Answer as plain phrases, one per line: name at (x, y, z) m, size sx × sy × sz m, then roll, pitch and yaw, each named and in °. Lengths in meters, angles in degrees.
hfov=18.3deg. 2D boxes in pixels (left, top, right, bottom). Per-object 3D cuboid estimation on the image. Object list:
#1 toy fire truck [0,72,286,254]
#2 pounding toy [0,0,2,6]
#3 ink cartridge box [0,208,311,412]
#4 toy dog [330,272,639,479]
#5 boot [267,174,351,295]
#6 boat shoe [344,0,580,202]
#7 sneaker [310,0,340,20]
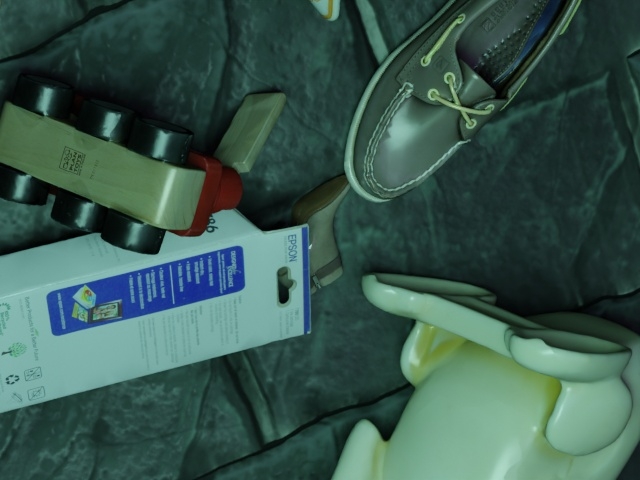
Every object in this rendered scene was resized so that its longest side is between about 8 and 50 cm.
toy fire truck at (-0.160, -0.090, 1.904) m, size 0.246 × 0.217 × 0.158 m, roll 2°, pitch 106°, yaw -60°
pounding toy at (-0.312, -0.334, 1.821) m, size 0.183 × 0.110 × 0.237 m, roll -38°, pitch 137°, yaw -41°
ink cartridge box at (-0.175, 0.059, 1.943) m, size 0.332 × 0.065 × 0.165 m, roll -12°, pitch 136°, yaw -12°
toy dog at (0.166, 0.264, 2.046) m, size 0.395 × 0.284 × 0.408 m, roll 5°, pitch 102°, yaw -55°
boot at (0.000, 0.000, 2.031) m, size 0.118 × 0.042 × 0.087 m, roll -36°, pitch 118°, yaw -9°
boat shoe at (0.146, -0.171, 1.991) m, size 0.116 × 0.097 × 0.324 m, roll 41°, pitch 86°, yaw -21°
sneaker at (0.114, -0.325, 1.939) m, size 0.321 × 0.126 × 0.127 m, roll -25°, pitch 104°, yaw 2°
